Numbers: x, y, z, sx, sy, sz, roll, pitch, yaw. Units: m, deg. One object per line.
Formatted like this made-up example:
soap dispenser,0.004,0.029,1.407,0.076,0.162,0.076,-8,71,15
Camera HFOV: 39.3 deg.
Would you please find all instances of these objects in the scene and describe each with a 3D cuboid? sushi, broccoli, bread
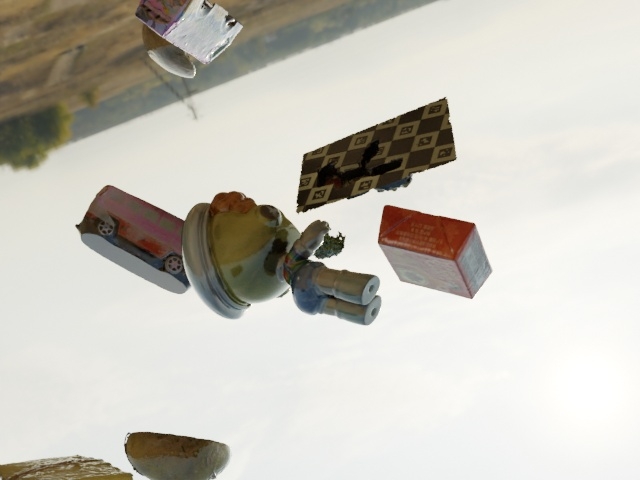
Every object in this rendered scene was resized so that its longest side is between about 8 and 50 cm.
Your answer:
sushi,0.094,-0.122,1.473,0.279,0.043,0.193,-20,-144,18
broccoli,0.000,0.000,2.134,0.097,0.092,0.095,-11,154,40
bread,-0.337,0.352,1.200,0.266,0.178,0.142,-8,-137,54

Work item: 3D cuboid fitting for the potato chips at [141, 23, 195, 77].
potato chips,-0.404,-0.486,2.308,0.062,0.195,0.208,-45,-128,-12

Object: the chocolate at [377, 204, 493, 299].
chocolate,0.267,0.031,2.118,0.234,0.237,0.108,13,-115,27

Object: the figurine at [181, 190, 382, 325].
figurine,-0.083,0.041,1.519,0.381,0.225,0.205,8,-137,40

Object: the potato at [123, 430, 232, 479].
potato,-0.334,0.514,2.100,0.261,0.120,0.100,10,153,-10

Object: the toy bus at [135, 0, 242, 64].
toy bus,-0.230,-0.396,1.589,0.112,0.090,0.274,-54,170,7

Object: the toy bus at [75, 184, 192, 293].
toy bus,-0.412,-0.004,2.089,0.127,0.302,0.147,-31,-147,64
